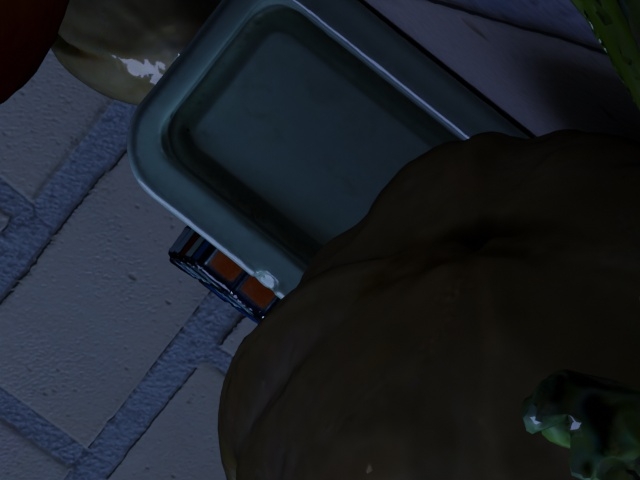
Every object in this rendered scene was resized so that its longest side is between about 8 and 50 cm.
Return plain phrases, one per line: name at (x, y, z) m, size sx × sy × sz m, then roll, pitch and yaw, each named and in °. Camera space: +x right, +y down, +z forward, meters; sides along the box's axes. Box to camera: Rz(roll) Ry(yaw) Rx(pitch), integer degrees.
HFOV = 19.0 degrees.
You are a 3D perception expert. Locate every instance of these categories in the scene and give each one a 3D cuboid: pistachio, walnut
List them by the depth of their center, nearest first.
walnut at (0.118, 0.129, 0.995) m, size 0.381 × 0.381 × 0.381 m, roll 38°, pitch 175°, yaw 4°
pistachio at (-0.130, -0.165, 1.439) m, size 0.226 × 0.136 × 0.136 m, roll 24°, pitch 166°, yaw 50°

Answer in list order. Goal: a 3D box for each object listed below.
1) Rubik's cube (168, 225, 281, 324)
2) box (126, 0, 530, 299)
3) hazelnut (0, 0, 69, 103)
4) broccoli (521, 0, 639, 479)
Rubik's cube at (0.000, 0.000, 1.653) m, size 0.184 × 0.187 × 0.182 m, roll 37°, pitch 175°, yaw -12°
box at (0.043, -0.028, 1.261) m, size 0.312 × 0.175 × 0.182 m, roll 38°, pitch -175°, yaw 0°
hazelnut at (-0.302, -0.202, 0.980) m, size 0.359 × 0.359 × 0.409 m, roll 40°, pitch -169°, yaw -16°
broccoli at (0.129, 0.000, 0.592) m, size 0.275 × 0.198 × 0.177 m, roll 37°, pitch 175°, yaw 16°
